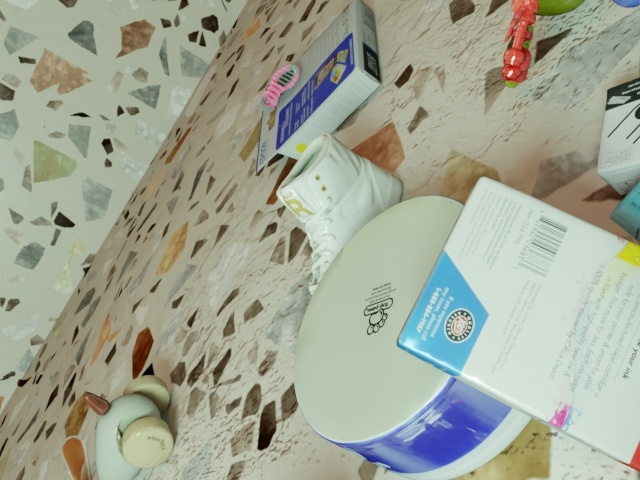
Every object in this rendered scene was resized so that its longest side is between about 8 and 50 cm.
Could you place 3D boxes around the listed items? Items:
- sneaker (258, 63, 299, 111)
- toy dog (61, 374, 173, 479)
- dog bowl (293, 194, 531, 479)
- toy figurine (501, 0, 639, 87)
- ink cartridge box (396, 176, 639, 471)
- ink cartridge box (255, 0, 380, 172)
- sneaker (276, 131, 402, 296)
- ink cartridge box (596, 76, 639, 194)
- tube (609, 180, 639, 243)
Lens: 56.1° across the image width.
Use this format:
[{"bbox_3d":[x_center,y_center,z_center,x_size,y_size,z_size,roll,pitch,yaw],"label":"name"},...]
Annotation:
[{"bbox_3d":[-0.089,-0.329,1.271,0.119,0.047,0.057,-44,19,24],"label":"sneaker"},{"bbox_3d":[-0.388,0.380,1.032,0.220,0.161,0.334,3,64,60],"label":"toy dog"},{"bbox_3d":[0.093,0.091,0.602,0.265,0.104,0.265,-40,32,31],"label":"dog bowl"},{"bbox_3d":[0.305,-0.233,0.575,0.362,0.217,0.191,-15,-61,-73],"label":"toy figurine"},{"bbox_3d":[0.185,0.068,0.422,0.134,0.231,0.078,-61,-10,-8],"label":"ink cartridge box"},{"bbox_3d":[-0.008,-0.308,1.229,0.307,0.072,0.304,-41,32,34],"label":"ink cartridge box"},{"bbox_3d":[0.000,0.000,0.782,0.108,0.169,0.293,-20,47,47],"label":"sneaker"},{"bbox_3d":[0.332,-0.108,0.477,0.207,0.046,0.097,-14,51,53],"label":"ink cartridge box"},{"bbox_3d":[0.293,-0.079,0.419,0.207,0.052,0.080,-54,14,21],"label":"tube"}]
